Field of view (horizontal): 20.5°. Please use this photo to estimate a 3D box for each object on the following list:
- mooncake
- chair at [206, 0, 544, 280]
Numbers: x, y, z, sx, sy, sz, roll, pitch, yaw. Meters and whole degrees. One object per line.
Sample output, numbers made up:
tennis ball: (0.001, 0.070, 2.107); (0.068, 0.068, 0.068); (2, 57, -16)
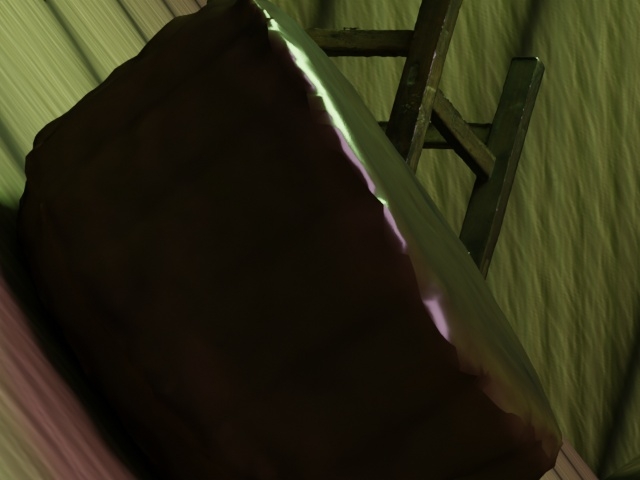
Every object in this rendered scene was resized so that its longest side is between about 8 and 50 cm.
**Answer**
mooncake: (-0.019, 0.030, 0.972); (0.324, 0.187, 0.324); (53, 7, -10)
chair: (0.000, 0.000, 1.413); (0.240, 0.416, 0.203); (4, -23, 29)
